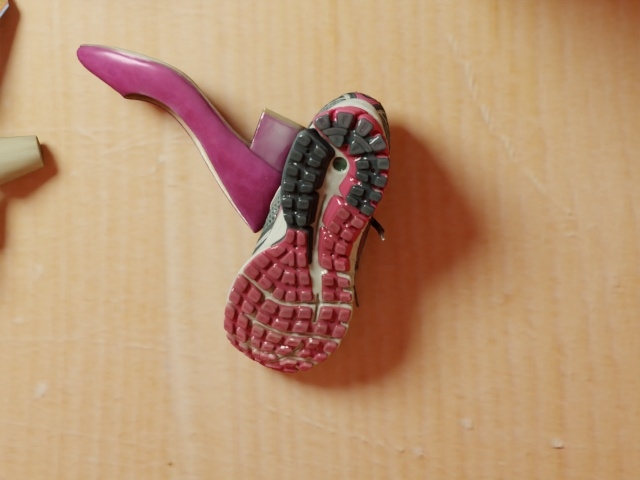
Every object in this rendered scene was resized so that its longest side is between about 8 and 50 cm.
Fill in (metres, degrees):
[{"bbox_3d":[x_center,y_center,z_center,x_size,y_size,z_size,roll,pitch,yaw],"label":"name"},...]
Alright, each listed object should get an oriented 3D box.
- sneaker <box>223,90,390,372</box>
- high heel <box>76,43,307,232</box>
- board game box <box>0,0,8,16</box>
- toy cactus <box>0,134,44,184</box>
[{"bbox_3d":[0.000,0.000,1.122,0.121,0.112,0.299,25,116,0],"label":"sneaker"},{"bbox_3d":[-0.141,-0.104,1.144,0.244,0.082,0.117,24,91,-7],"label":"high heel"},{"bbox_3d":[-0.400,-0.228,1.155,0.133,0.033,0.169,27,70,9],"label":"board game box"},{"bbox_3d":[-0.376,-0.068,1.195,0.180,0.112,0.219,-14,93,-7],"label":"toy cactus"}]
